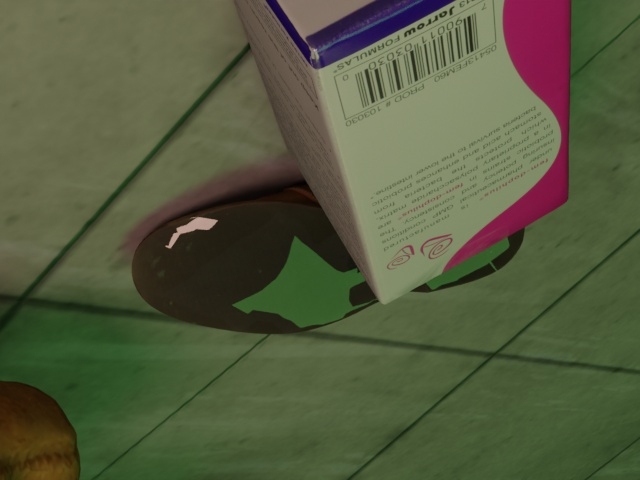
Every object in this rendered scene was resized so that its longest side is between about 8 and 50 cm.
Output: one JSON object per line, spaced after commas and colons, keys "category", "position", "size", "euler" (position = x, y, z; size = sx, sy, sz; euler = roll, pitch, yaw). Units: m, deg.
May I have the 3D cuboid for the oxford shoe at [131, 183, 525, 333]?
{"category": "oxford shoe", "position": [0.000, 0.000, 0.718], "size": [0.212, 0.076, 0.076], "euler": [-8, 113, -12]}

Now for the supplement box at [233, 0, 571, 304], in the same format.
{"category": "supplement box", "position": [0.036, -0.080, 0.572], "size": [0.111, 0.114, 0.220], "euler": [-29, 151, -6]}

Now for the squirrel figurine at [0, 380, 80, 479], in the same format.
{"category": "squirrel figurine", "position": [-0.273, 0.227, 0.616], "size": [0.396, 0.281, 0.370], "euler": [-13, 141, -34]}
